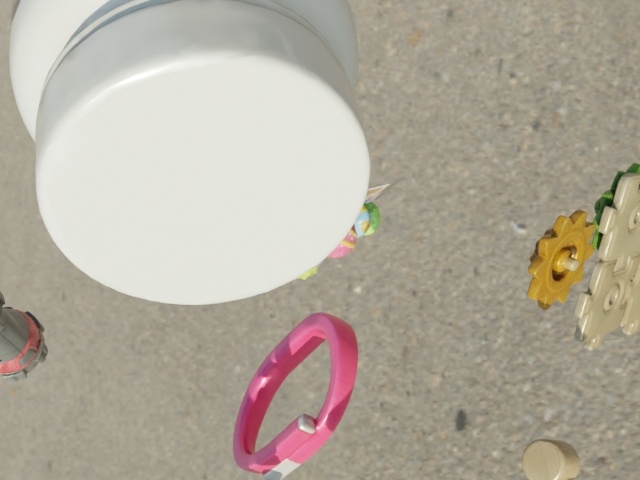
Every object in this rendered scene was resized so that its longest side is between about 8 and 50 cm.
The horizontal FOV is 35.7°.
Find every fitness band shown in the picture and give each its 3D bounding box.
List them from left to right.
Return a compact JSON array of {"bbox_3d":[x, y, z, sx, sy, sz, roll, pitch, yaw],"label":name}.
[{"bbox_3d":[-0.043,0.229,1.461,0.291,0.054,0.209,-46,30,40],"label":"fitness band"}]

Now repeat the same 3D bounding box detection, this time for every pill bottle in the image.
[{"bbox_3d":[-0.089,-0.148,0.627,0.204,0.204,0.361,-59,30,37],"label":"pill bottle"}]

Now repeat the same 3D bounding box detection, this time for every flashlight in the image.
[{"bbox_3d":[-0.433,0.106,1.284,0.304,0.103,0.103,93,167,-71],"label":"flashlight"}]

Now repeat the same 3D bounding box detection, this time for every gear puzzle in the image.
[{"bbox_3d":[0.276,0.008,0.919,0.044,0.339,0.175,26,114,37],"label":"gear puzzle"}]

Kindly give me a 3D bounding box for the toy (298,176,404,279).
[{"bbox_3d":[0.000,0.000,1.032,0.137,0.237,0.056,-36,84,30],"label":"toy"}]

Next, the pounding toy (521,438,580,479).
[{"bbox_3d":[0.115,0.231,0.694,0.181,0.094,0.206,18,86,41],"label":"pounding toy"}]
